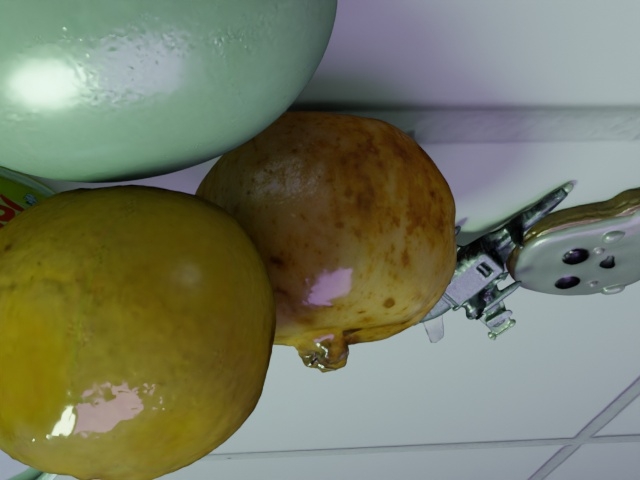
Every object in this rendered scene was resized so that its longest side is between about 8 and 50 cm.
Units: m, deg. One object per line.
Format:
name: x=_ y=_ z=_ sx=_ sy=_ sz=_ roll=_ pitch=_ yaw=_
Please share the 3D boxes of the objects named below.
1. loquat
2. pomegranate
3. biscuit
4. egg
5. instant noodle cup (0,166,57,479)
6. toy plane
loquat: x=-0.130 y=0.057 z=0.445 sx=0.208 sy=0.208 sz=0.208 roll=-3 pitch=145 yaw=-2
pomegranate: x=0.000 y=0.000 z=0.601 sx=0.248 sy=0.248 sz=0.248 roll=-3 pitch=145 yaw=-2
biscuit: x=0.338 y=0.018 z=0.820 sx=0.208 sy=0.049 sz=0.181 roll=-16 pitch=142 yaw=14
egg: x=-0.128 y=-0.139 z=0.413 sx=0.282 sy=0.203 sz=0.203 roll=-11 pitch=144 yaw=14
instant noodle cup: x=-0.335 y=0.101 z=0.600 sx=0.311 sy=0.221 sz=0.311 roll=-8 pitch=114 yaw=-18
toy plane: x=0.192 y=0.025 z=0.781 sx=0.192 sy=0.088 sz=0.262 roll=40 pitch=127 yaw=-10
